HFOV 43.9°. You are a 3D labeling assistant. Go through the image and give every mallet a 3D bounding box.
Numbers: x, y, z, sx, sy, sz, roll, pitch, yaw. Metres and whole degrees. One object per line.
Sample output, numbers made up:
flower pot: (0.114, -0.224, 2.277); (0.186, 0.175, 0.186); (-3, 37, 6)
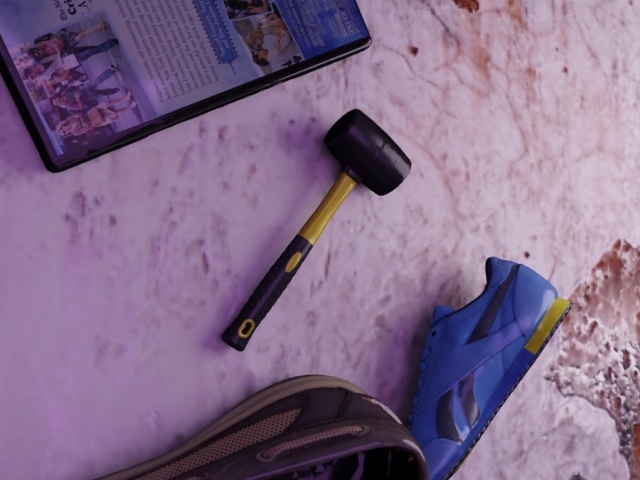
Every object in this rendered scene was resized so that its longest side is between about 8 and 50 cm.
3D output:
mallet: (0.000, 0.000, 0.558); (0.062, 0.039, 0.190); (33, 77, -22)

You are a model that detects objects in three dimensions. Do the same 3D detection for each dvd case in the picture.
dvd case: (-0.100, -0.173, 0.529); (0.253, 0.022, 0.180); (-27, 98, -25)

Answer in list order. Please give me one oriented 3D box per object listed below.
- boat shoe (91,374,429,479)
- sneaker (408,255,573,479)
boat shoe: (-0.088, 0.190, 0.442); (0.355, 0.130, 0.132); (-34, 100, -24)
sneaker: (0.097, 0.105, 0.584); (0.082, 0.069, 0.209); (34, 79, 15)
